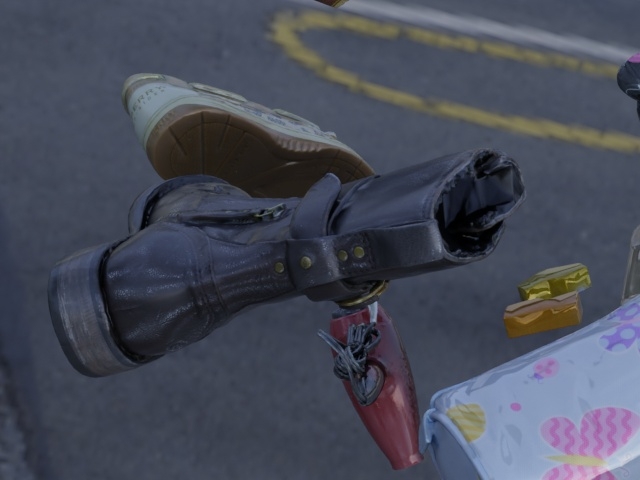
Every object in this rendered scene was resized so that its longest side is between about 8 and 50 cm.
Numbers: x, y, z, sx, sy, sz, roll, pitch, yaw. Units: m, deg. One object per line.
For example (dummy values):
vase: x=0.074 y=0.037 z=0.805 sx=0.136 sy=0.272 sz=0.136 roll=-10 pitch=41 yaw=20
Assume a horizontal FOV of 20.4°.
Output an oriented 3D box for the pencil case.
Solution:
pencil case: x=0.198 y=0.091 z=1.097 sx=0.273 sy=0.124 sz=0.113 roll=-30 pitch=0 yaw=-11

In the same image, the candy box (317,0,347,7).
candy box: x=-0.022 y=-0.249 z=1.411 sx=0.186 sy=0.053 sz=0.109 roll=16 pitch=-27 yaw=-39

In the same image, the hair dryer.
hair dryer: x=0.041 y=0.143 z=1.895 sx=0.080 sy=0.293 sz=0.224 roll=-17 pitch=43 yaw=16

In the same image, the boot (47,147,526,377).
boot: x=0.000 y=0.000 z=0.943 sx=0.229 sy=0.091 sz=0.263 roll=-15 pitch=11 yaw=18

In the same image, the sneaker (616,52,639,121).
sneaker: x=0.381 y=-0.150 z=1.980 sx=0.178 sy=0.077 sz=0.072 roll=17 pitch=48 yaw=-43

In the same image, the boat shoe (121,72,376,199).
boat shoe: x=-0.050 y=-0.073 z=1.520 sx=0.285 sy=0.104 sz=0.089 roll=28 pitch=17 yaw=-49

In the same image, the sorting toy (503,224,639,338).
sorting toy: x=0.311 y=0.027 z=1.470 sx=0.307 sy=0.041 sz=0.229 roll=-12 pitch=15 yaw=15
